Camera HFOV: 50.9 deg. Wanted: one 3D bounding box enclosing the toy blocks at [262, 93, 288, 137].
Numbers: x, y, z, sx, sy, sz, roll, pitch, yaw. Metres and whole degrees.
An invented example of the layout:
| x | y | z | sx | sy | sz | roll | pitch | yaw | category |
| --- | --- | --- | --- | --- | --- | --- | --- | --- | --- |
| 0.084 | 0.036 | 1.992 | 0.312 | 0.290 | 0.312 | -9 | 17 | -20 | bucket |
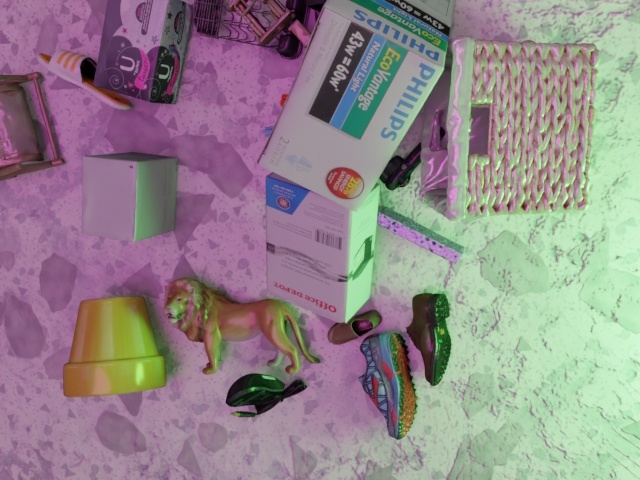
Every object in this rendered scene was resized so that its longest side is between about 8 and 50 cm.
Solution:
| x | y | z | sx | sy | sz | roll | pitch | yaw | category |
| --- | --- | --- | --- | --- | --- | --- | --- | --- | --- |
| -0.066 | -0.294 | 1.591 | 0.148 | 0.054 | 0.123 | 1 | 100 | 17 | toy blocks |

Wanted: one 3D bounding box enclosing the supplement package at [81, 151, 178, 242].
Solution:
| x | y | z | sx | sy | sz | roll | pitch | yaw | category |
| --- | --- | --- | --- | --- | --- | --- | --- | --- | --- |
| -0.467 | -0.113 | 1.662 | 0.149 | 0.203 | 0.194 | 8 | 101 | 15 | supplement package |

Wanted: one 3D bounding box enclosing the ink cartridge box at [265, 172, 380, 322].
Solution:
| x | y | z | sx | sy | sz | roll | pitch | yaw | category |
| --- | --- | --- | --- | --- | --- | --- | --- | --- | --- |
| 0.000 | 0.000 | 1.512 | 0.223 | 0.129 | 0.307 | 20 | 126 | 26 | ink cartridge box |

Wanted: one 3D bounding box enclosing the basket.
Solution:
| x | y | z | sx | sy | sz | roll | pitch | yaw | category |
| --- | --- | --- | --- | --- | --- | --- | --- | --- | --- |
| 0.349 | -0.219 | 1.326 | 0.266 | 0.331 | 0.328 | 0 | 100 | -2 | basket |

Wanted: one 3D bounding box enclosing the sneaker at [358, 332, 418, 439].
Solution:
| x | y | z | sx | sy | sz | roll | pitch | yaw | category |
| --- | --- | --- | --- | --- | --- | --- | --- | --- | --- |
| 0.158 | 0.349 | 1.630 | 0.125 | 0.104 | 0.262 | -5 | 94 | 35 | sneaker |

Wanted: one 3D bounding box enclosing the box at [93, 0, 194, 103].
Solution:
| x | y | z | sx | sy | sz | roll | pitch | yaw | category |
| --- | --- | --- | --- | --- | --- | --- | --- | --- | --- |
| -0.422 | -0.469 | 1.618 | 0.163 | 0.142 | 0.247 | 18 | 104 | 13 | box |

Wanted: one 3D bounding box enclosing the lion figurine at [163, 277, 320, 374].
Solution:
| x | y | z | sx | sy | sz | roll | pitch | yaw | category |
| --- | --- | --- | --- | --- | --- | --- | --- | --- | --- |
| -0.199 | 0.209 | 1.692 | 0.392 | 0.142 | 0.240 | -2 | 91 | 3 | lion figurine |

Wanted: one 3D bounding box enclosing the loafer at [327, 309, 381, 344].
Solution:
| x | y | z | sx | sy | sz | roll | pitch | yaw | category |
| --- | --- | --- | --- | --- | --- | --- | --- | --- | --- |
| 0.078 | 0.213 | 1.639 | 0.148 | 0.050 | 0.056 | -30 | 90 | 19 | loafer |

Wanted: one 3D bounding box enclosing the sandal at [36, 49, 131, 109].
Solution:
| x | y | z | sx | sy | sz | roll | pitch | yaw | category |
| --- | --- | --- | --- | --- | --- | --- | --- | --- | --- |
| -0.585 | -0.423 | 1.704 | 0.265 | 0.102 | 0.076 | 30 | 105 | 1 | sandal |

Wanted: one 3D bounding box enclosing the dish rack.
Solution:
| x | y | z | sx | sy | sz | roll | pitch | yaw | category |
| --- | --- | --- | --- | --- | --- | --- | --- | --- | --- |
| -0.164 | -0.552 | 1.568 | 0.271 | 0.074 | 0.208 | 15 | 102 | 15 | dish rack |

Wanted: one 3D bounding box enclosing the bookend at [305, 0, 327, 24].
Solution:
| x | y | z | sx | sy | sz | roll | pitch | yaw | category |
| --- | --- | --- | --- | --- | --- | --- | --- | --- | --- |
| 0.020 | -0.509 | 1.474 | 0.072 | 0.157 | 0.156 | -1 | 98 | 17 | bookend |

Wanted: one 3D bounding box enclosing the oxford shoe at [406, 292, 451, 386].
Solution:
| x | y | z | sx | sy | sz | roll | pitch | yaw | category |
| --- | --- | --- | --- | --- | --- | --- | --- | --- | --- |
| 0.253 | 0.231 | 1.586 | 0.096 | 0.083 | 0.227 | 3 | 101 | 35 | oxford shoe |

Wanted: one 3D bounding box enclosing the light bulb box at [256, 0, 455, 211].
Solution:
| x | y | z | sx | sy | sz | roll | pitch | yaw | category |
| --- | --- | --- | --- | --- | --- | --- | --- | --- | --- |
| 0.076 | -0.321 | 1.305 | 0.225 | 0.361 | 0.358 | 25 | 131 | -5 | light bulb box |

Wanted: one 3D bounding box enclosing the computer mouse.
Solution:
| x | y | z | sx | sy | sz | roll | pitch | yaw | category |
| --- | --- | --- | --- | --- | --- | --- | --- | --- | --- |
| -0.171 | 0.379 | 1.653 | 0.184 | 0.262 | 0.060 | -35 | 64 | 23 | computer mouse |

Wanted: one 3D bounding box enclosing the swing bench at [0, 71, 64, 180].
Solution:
| x | y | z | sx | sy | sz | roll | pitch | yaw | category |
| --- | --- | --- | --- | --- | --- | --- | --- | --- | --- |
| -0.854 | -0.291 | 1.770 | 0.254 | 0.165 | 0.253 | -9 | 97 | 23 | swing bench |

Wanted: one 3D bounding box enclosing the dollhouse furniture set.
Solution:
| x | y | z | sx | sy | sz | roll | pitch | yaw | category |
| --- | --- | --- | --- | --- | --- | --- | --- | --- | --- |
| -0.119 | -0.471 | 1.444 | 0.101 | 0.161 | 0.182 | -41 | 90 | 15 | dollhouse furniture set |

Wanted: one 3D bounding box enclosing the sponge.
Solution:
| x | y | z | sx | sy | sz | roll | pitch | yaw | category |
| --- | --- | --- | --- | --- | --- | --- | --- | --- | --- |
| 0.224 | -0.013 | 1.521 | 0.210 | 0.117 | 0.031 | 29 | 104 | 10 | sponge |

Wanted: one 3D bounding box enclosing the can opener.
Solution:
| x | y | z | sx | sy | sz | roll | pitch | yaw | category |
| --- | --- | --- | --- | --- | --- | --- | --- | --- | --- |
| 0.211 | -0.187 | 1.525 | 0.186 | 0.059 | 0.073 | -44 | 85 | 19 | can opener |

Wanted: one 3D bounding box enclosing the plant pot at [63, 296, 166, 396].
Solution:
| x | y | z | sx | sy | sz | roll | pitch | yaw | category |
| --- | --- | --- | --- | --- | --- | --- | --- | --- | --- |
| -0.533 | 0.270 | 1.739 | 0.254 | 0.254 | 0.239 | -6 | 83 | 17 | plant pot |
